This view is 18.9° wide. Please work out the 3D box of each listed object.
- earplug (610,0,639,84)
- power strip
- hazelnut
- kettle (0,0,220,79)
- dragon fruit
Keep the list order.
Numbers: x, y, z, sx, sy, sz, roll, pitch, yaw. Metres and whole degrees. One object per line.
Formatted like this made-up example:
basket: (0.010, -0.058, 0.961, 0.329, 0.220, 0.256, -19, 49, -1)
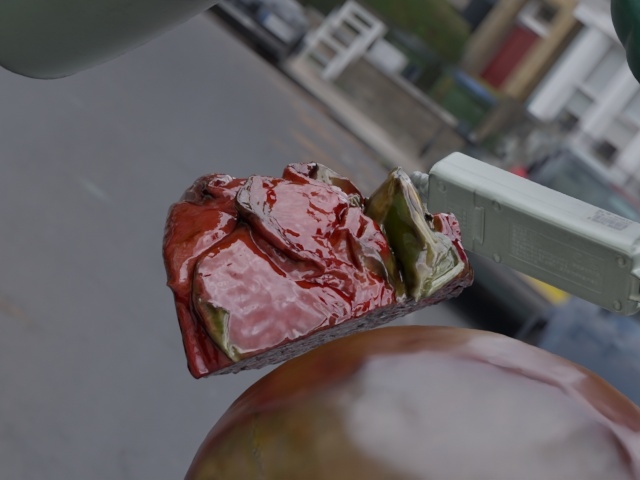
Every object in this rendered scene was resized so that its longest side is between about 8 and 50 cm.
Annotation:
earplug: (0.396, -0.161, 1.919, 0.280, 0.164, 0.257, 62, 3, -17)
power strip: (0.239, -0.012, 2.180, 0.338, 0.098, 0.058, 24, 42, 32)
hazelnut: (0.088, 0.218, 1.211, 0.366, 0.366, 0.366, 37, 6, -5)
kettle: (-0.142, -0.230, 1.455, 0.255, 0.240, 0.165, -25, -83, 50)
dragon fruit: (0.000, 0.000, 1.450, 0.317, 0.205, 0.152, 24, 47, -82)
